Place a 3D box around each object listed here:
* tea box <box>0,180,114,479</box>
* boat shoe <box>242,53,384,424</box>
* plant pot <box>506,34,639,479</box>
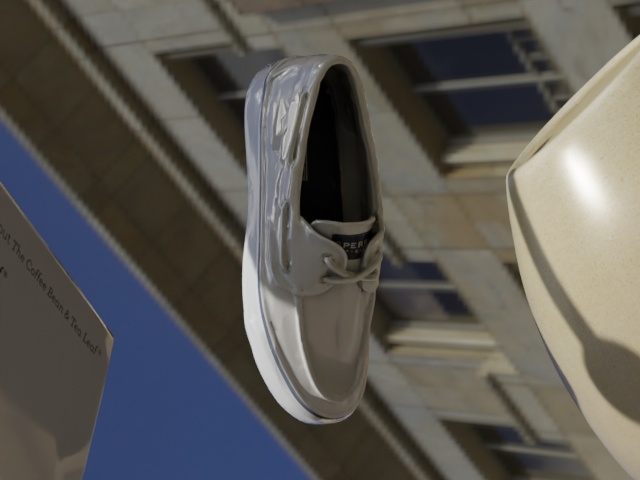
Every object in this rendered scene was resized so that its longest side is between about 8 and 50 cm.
[{"bbox_3d":[-0.288,0.034,0.511,0.329,0.324,0.220,62,-148,-49],"label":"tea box"},{"bbox_3d":[0.000,0.000,1.164,0.095,0.084,0.258,-10,-87,-33],"label":"boat shoe"},{"bbox_3d":[0.224,-0.019,1.015,0.191,0.284,0.284,45,-123,-1],"label":"plant pot"}]
